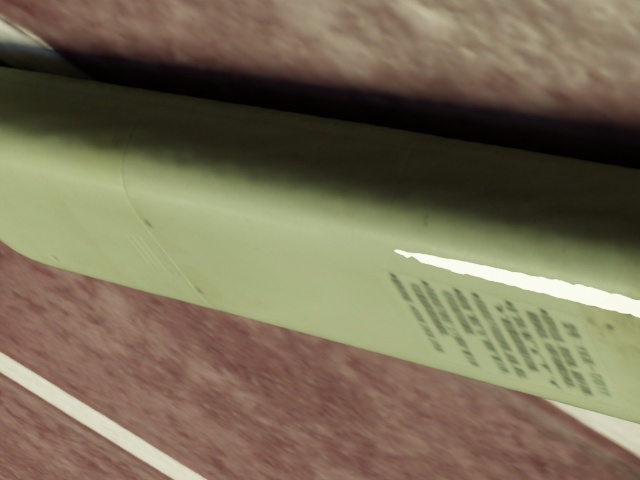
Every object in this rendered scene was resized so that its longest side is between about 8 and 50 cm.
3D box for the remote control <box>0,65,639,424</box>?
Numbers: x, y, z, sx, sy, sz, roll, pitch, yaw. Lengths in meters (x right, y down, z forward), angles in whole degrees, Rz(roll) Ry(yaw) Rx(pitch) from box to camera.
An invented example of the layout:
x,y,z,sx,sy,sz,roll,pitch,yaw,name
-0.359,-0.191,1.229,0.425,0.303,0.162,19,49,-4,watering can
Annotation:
x,y,z,sx,sy,sz,roll,pitch,yaw,name
0.001,0.000,0.496,0.309,0.038,0.090,12,150,37,remote control
